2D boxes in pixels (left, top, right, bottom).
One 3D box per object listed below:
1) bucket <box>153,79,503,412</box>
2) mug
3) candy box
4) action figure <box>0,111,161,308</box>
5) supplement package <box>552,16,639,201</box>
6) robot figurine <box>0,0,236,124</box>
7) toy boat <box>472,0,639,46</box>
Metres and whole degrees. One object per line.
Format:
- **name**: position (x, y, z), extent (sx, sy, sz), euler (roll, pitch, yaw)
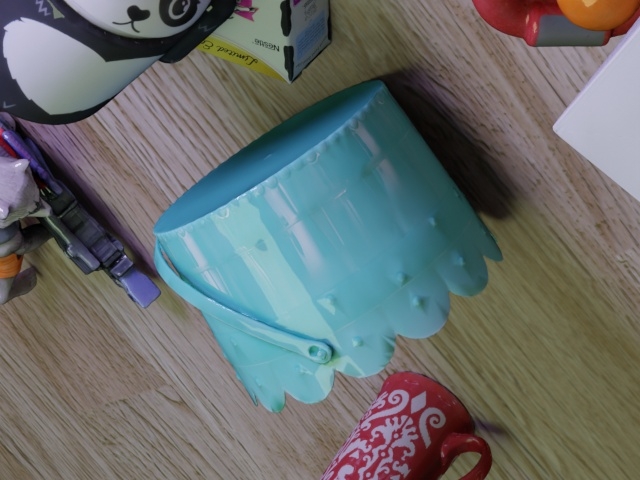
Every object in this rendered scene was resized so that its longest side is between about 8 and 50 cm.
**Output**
- **bucket**: position (0.000, 0.000, 1.474), extent (0.281, 0.281, 0.183), euler (-19, 108, 51)
- **mug**: position (0.078, 0.227, 1.717), extent (0.113, 0.169, 0.150), euler (52, 144, -14)
- **candy box**: position (-0.079, -0.261, 1.428), extent (0.159, 0.071, 0.233), euler (22, 141, 24)
- **action figure**: position (-0.357, -0.001, 1.889), extent (0.341, 0.178, 0.330), euler (45, 154, -1)
- **supplement package**: position (0.318, -0.130, 1.026), extent (0.199, 0.262, 0.198), euler (40, 144, 2)
- **robot figurine**: position (-0.199, -0.199, 1.376), extent (0.278, 0.209, 0.173), euler (-33, 95, 43)
- **toy boat**: position (0.183, -0.204, 1.142), extent (0.151, 0.151, 0.231), euler (-1, 139, -3)
